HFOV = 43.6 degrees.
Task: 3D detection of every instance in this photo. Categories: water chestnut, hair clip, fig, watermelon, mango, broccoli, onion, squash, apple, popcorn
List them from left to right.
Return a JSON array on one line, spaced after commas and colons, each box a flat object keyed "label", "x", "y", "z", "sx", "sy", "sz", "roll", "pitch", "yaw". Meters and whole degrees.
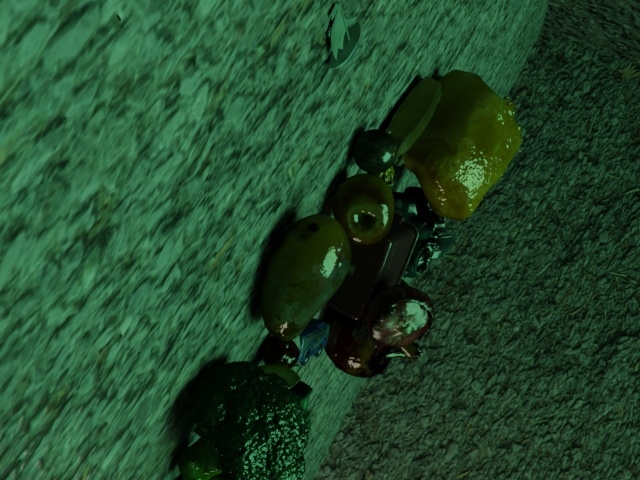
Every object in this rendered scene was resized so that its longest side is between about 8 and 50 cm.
[{"label": "broccoli", "x": -0.171, "y": 0.387, "z": 1.618, "sx": 0.297, "sy": 0.297, "sz": 0.297, "roll": -29, "pitch": 177, "yaw": 21}, {"label": "squash", "x": -0.154, "y": 0.345, "z": 1.875, "sx": 0.192, "sy": 0.085, "sz": 0.184, "roll": -32, "pitch": -178, "yaw": -18}, {"label": "fig", "x": -0.110, "y": 0.283, "z": 1.931, "sx": 0.125, "sy": 0.089, "sz": 0.089, "roll": -44, "pitch": -178, "yaw": 41}, {"label": "mango", "x": -0.041, "y": 0.087, "z": 1.699, "sx": 0.193, "sy": 0.146, "sz": 0.316, "roll": -15, "pitch": 137, "yaw": -48}, {"label": "apple", "x": 0.104, "y": -0.079, "z": 1.903, "sx": 0.147, "sy": 0.146, "sz": 0.163, "roll": -93, "pitch": 165, "yaw": -67}, {"label": "popcorn", "x": 0.156, "y": -0.175, "z": 2.144, "sx": 0.084, "sy": 0.084, "sz": 0.084, "roll": -57, "pitch": 163, "yaw": -28}, {"label": "water chestnut", "x": 0.176, "y": 0.264, "z": 2.418, "sx": 0.350, "sy": 0.302, "sz": 0.350, "roll": -51, "pitch": 159, "yaw": -29}, {"label": "watermelon", "x": 0.138, "y": -0.214, "z": 1.893, "sx": 0.133, "sy": 0.105, "sz": 0.105, "roll": -26, "pitch": 141, "yaw": -41}, {"label": "onion", "x": 0.198, "y": 0.184, "z": 2.059, "sx": 0.147, "sy": 0.184, "sz": 0.184, "roll": -114, "pitch": -142, "yaw": -59}, {"label": "hair clip", "x": 0.286, "y": -0.008, "z": 2.514, "sx": 0.194, "sy": 0.206, "sz": 0.310, "roll": -20, "pitch": 137, "yaw": -43}]

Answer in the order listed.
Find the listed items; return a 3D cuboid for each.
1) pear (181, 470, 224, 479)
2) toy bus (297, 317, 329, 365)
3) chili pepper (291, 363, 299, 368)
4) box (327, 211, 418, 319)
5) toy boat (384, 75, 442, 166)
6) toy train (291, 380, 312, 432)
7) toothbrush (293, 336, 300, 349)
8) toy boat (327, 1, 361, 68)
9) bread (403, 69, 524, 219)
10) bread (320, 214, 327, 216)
[{"label": "pear", "x": -0.188, "y": 0.594, "z": 1.804, "sx": 0.238, "sy": 0.255, "sz": 0.164, "roll": -47, "pitch": 156, "yaw": -62}, {"label": "toy bus", "x": -0.040, "y": 0.264, "z": 2.112, "sx": 0.094, "sy": 0.079, "sz": 0.236, "roll": -69, "pitch": 165, "yaw": 11}, {"label": "chili pepper", "x": -0.124, "y": 0.362, "z": 2.039, "sx": 0.191, "sy": 0.050, "sz": 0.059, "roll": -30, "pitch": 147, "yaw": -45}, {"label": "box", "x": 0.112, "y": 0.060, "z": 2.108, "sx": 0.167, "sy": 0.193, "sz": 0.294, "roll": -21, "pitch": 135, "yaw": -62}, {"label": "toy boat", "x": 0.243, "y": -0.321, "z": 2.136, "sx": 0.321, "sy": 0.089, "sz": 0.121, "roll": -57, "pitch": 169, "yaw": -34}, {"label": "toy train", "x": -0.136, "y": 0.483, "z": 2.056, "sx": 0.330, "sy": 0.138, "sz": 0.178, "roll": -35, "pitch": 138, "yaw": -57}, {"label": "toothbrush", "x": -0.071, "y": 0.173, "z": 1.881, "sx": 0.030, "sy": 0.030, "sz": 0.304, "roll": -55, "pitch": 154, "yaw": -34}, {"label": "toy boat", "x": 0.039, "y": -0.365, "z": 1.461, "sx": 0.105, "sy": 0.034, "sz": 0.149, "roll": -68, "pitch": 166, "yaw": 5}, {"label": "bread", "x": 0.428, "y": -0.256, "z": 2.358, "sx": 0.361, "sy": 0.250, "sz": 0.394, "roll": 48, "pitch": 63, "yaw": -38}, {"label": "bread", "x": 0.000, "y": 0.000, "z": 1.870, "sx": 0.115, "sy": 0.056, "sz": 0.082, "roll": -61, "pitch": 164, "yaw": -16}]
